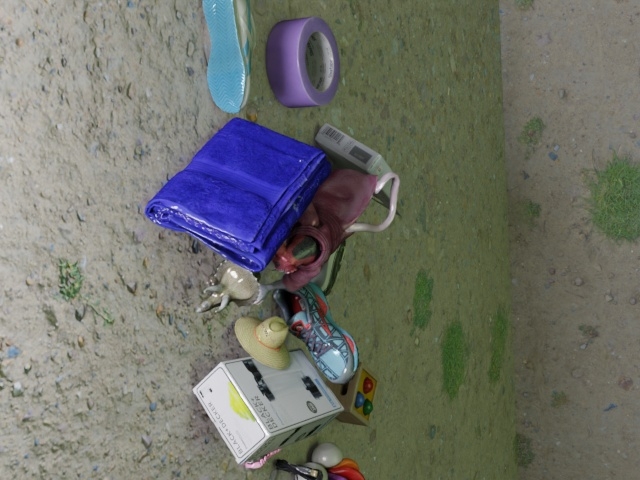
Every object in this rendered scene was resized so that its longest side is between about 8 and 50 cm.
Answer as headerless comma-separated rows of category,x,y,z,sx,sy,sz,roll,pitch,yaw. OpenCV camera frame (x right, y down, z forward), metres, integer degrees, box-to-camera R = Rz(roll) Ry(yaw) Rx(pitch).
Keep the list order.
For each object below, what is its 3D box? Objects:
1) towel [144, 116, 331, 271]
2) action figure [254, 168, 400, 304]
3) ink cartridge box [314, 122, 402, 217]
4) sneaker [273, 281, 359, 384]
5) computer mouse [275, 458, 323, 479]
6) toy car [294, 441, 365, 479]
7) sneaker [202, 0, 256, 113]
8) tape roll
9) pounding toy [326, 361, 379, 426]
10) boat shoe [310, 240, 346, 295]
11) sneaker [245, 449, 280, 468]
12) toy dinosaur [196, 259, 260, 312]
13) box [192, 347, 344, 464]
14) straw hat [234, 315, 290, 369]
towel,-0.130,-0.099,1.287,0.308,0.228,0.076,-57,171,-45
action figure,0.000,0.000,1.494,0.370,0.276,0.247,-56,149,-66
ink cartridge box,0.106,-0.165,1.749,0.066,0.189,0.232,-53,143,-1
sneaker,-0.022,0.195,1.545,0.125,0.104,0.261,15,34,-50
computer mouse,-0.054,0.571,1.613,0.042,0.106,0.192,-62,159,-74
toy car,0.031,0.572,1.700,0.182,0.136,0.159,-36,123,-55
sneaker,-0.156,-0.351,1.362,0.092,0.088,0.228,-19,110,-62
tape roll,-0.035,-0.382,1.588,0.189,0.080,0.188,-7,98,-60
pounding toy,0.072,0.336,1.805,0.206,0.094,0.181,50,50,-51
boat shoe,0.020,0.022,1.720,0.070,0.078,0.219,33,71,-57
sneaker,-0.118,0.421,1.524,0.119,0.047,0.057,-30,106,-59
toy dinosaur,-0.134,0.010,1.337,0.121,0.160,0.313,23,66,-16
box,-0.092,0.310,1.424,0.169,0.087,0.290,53,22,21
straw hat,-0.095,0.183,1.450,0.144,0.061,0.144,38,20,-17
